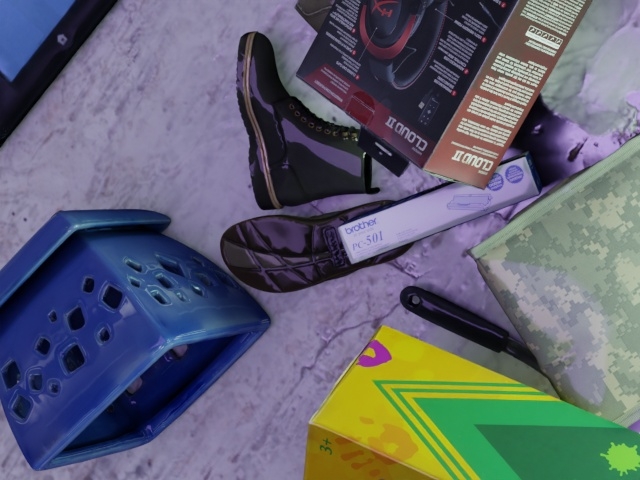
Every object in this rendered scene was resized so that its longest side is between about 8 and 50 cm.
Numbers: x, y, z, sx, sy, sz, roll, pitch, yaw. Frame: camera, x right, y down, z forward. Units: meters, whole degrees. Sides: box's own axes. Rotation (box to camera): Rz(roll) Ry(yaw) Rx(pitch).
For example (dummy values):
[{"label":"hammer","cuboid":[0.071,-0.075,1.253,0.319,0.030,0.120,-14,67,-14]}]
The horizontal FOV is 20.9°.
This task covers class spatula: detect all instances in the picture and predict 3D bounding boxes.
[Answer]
[{"label":"spatula","cuboid":[0.215,0.123,1.856,0.296,0.030,0.084,27,108,16]}]

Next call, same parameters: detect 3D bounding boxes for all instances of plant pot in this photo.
[{"label":"plant pot","cuboid":[-0.238,0.094,1.932,0.236,0.236,0.212,-45,73,21]}]

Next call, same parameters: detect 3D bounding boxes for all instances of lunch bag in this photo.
[{"label":"lunch bag","cuboid":[0.323,0.027,1.721,0.287,0.169,0.235,-34,85,5]}]

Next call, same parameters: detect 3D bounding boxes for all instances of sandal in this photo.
[{"label":"sandal","cuboid":[0.000,0.000,1.916,0.219,0.060,0.090,-15,96,8]}]

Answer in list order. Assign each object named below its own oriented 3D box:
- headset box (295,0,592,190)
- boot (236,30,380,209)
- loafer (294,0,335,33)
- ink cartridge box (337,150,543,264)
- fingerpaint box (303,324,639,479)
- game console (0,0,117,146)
[{"label":"headset box","cuboid":[0.122,-0.207,1.742,0.218,0.110,0.293,39,106,40]},{"label":"boot","cuboid":[-0.012,-0.136,1.897,0.137,0.077,0.198,-5,109,18]},{"label":"loafer","cuboid":[0.038,-0.327,1.832,0.087,0.094,0.251,26,106,12]},{"label":"ink cartridge box","cuboid":[0.126,-0.035,1.812,0.207,0.097,0.046,-21,92,11]},{"label":"fingerpaint box","cuboid":[0.166,0.351,1.731,0.371,0.163,0.445,23,135,17]},{"label":"game console","cuboid":[-0.400,-0.341,2.025,0.342,0.060,0.386,46,111,10]}]
